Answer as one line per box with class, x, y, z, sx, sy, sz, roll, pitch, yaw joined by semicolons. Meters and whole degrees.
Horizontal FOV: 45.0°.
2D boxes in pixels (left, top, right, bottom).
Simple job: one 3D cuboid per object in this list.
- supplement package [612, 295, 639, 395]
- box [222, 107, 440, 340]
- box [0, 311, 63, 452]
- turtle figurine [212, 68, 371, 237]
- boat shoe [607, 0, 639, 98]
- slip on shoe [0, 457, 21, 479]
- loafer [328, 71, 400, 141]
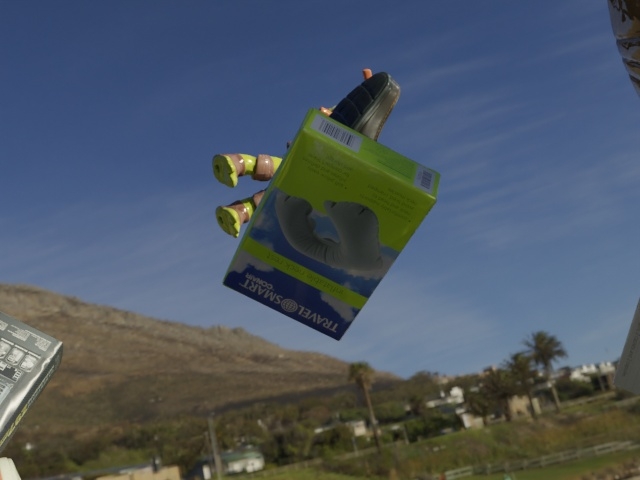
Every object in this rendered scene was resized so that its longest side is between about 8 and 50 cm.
supplement package;0.464;0.049;0.896;0.204;0.145;0.261;-47;-34;-38
box;0.000;0.000;0.589;0.109;0.042;0.178;27;-55;-5
box;-0.437;0.144;0.855;0.233;0.183;0.059;25;-42;-2
turtle figurine;-0.029;-0.095;0.995;0.217;0.087;0.269;-16;-44;-28
boat shoe;0.222;-0.176;0.460;0.092;0.285;0.103;-27;20;2
slip on shoe;-0.339;0.306;0.700;0.101;0.123;0.331;-4;-35;-47
loafer;0.027;-0.075;0.716;0.061;0.062;0.170;26;-68;-25
